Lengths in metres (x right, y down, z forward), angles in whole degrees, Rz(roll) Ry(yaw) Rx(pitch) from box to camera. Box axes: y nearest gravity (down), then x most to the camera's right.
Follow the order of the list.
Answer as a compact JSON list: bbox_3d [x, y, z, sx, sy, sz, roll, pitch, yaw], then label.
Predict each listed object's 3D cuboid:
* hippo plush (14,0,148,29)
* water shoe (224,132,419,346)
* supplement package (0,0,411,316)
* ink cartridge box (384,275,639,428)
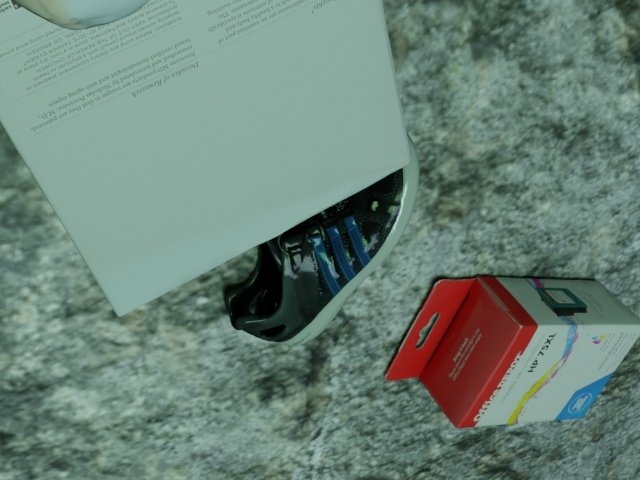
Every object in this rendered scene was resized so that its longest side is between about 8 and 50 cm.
[{"bbox_3d":[-0.054,-0.204,0.281,0.294,0.236,0.234,23,79,-3],"label":"hippo plush"},{"bbox_3d":[0.000,0.000,0.721,0.080,0.073,0.203,13,118,-38],"label":"water shoe"},{"bbox_3d":[-0.081,-0.110,0.510,0.194,0.149,0.203,-28,137,-10],"label":"supplement package"},{"bbox_3d":[0.192,0.110,0.942,0.231,0.078,0.134,3,125,-35],"label":"ink cartridge box"}]
